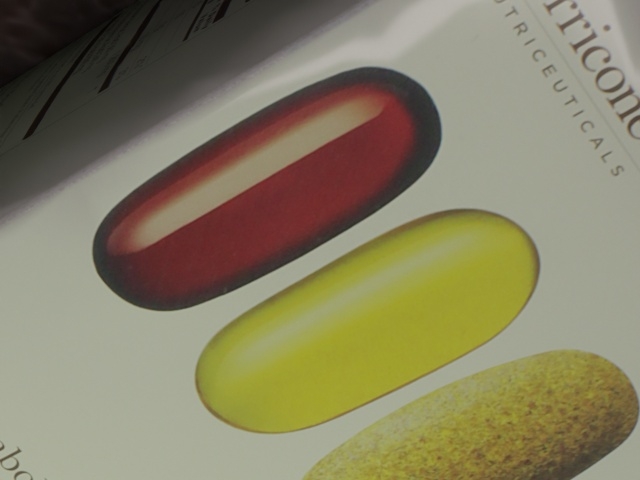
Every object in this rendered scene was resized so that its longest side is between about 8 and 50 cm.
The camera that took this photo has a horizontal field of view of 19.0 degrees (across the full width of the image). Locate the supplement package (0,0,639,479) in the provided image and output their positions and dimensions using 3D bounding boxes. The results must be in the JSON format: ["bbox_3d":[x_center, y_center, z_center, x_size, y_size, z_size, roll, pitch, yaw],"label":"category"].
[{"bbox_3d":[0.000,0.000,0.485,0.244,0.134,0.139,-29,110,24],"label":"supplement package"}]
